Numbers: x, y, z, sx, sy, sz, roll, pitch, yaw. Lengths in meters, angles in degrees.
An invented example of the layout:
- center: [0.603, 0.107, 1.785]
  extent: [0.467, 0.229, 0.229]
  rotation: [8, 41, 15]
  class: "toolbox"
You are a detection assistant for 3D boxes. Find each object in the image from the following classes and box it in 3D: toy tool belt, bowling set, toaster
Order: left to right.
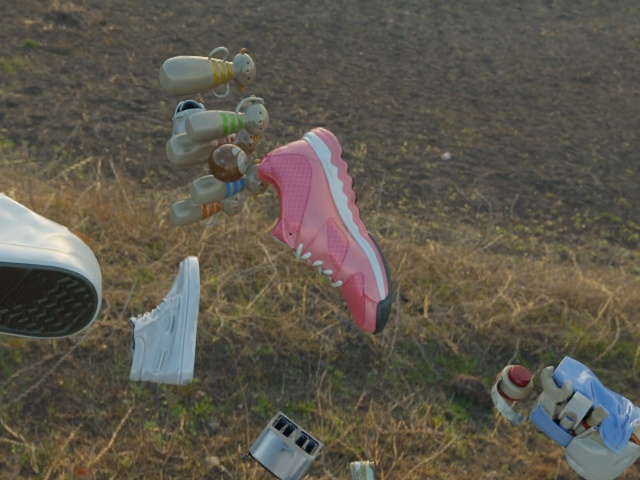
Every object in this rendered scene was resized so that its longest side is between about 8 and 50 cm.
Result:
- center: [-0.127, -0.126, 0.912]
  extent: [0.154, 0.287, 0.200]
  rotation: [-16, 34, -32]
  class: "bowling set"
- center: [-0.100, 0.583, 1.708]
  extent: [0.168, 0.110, 0.185]
  rotation: [34, 10, 10]
  class: "toaster"
- center: [0.142, 0.088, 0.335]
  extent: [0.083, 0.051, 0.052]
  rotation: [37, 46, 21]
  class: "toy tool belt"

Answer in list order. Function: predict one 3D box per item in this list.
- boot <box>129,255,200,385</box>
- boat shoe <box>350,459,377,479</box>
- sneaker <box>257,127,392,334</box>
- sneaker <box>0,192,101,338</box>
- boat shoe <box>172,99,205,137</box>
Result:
- center: [-0.298, 0.143, 1.161]
  extent: [0.123, 0.095, 0.258]
  rotation: [6, 59, -15]
  class: "boot"
- center: [0.093, 0.590, 1.366]
  extent: [0.072, 0.068, 0.190]
  rotation: [-4, 76, 8]
  class: "boat shoe"
- center: [0.000, 0.000, 0.900]
  extent: [0.136, 0.116, 0.314]
  rotation: [-20, 87, -13]
  class: "sneaker"
- center: [-0.325, 0.003, 0.483]
  extent: [0.290, 0.106, 0.123]
  rotation: [18, 21, -28]
  class: "sneaker"
- center: [-0.221, -0.207, 1.080]
  extent: [0.079, 0.081, 0.227]
  rotation: [-4, 14, -15]
  class: "boat shoe"
